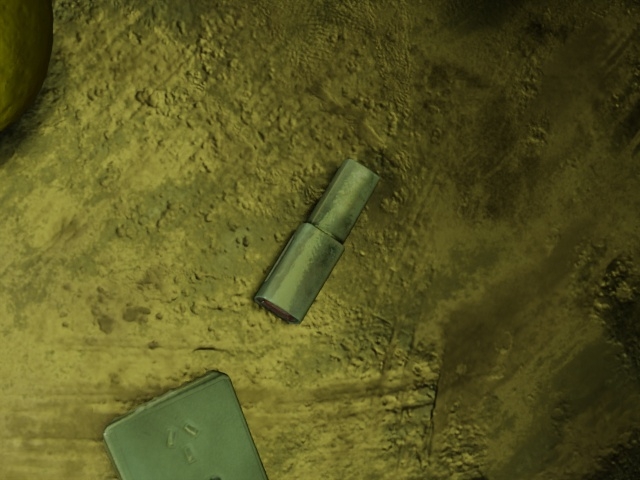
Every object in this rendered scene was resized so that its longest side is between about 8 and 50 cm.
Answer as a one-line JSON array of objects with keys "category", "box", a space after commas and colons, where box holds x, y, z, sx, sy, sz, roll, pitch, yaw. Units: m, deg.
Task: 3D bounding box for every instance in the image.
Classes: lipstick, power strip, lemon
[{"category": "lipstick", "box": [0.000, 0.000, 1.744, 0.077, 0.079, 0.253, 34, 78, -8]}, {"category": "power strip", "box": [-0.195, 0.308, 1.668, 0.198, 0.064, 0.213, -23, 102, -17]}, {"category": "lemon", "box": [-0.513, -0.290, 1.533, 0.348, 0.348, 0.348, 2, 83, -13]}]
